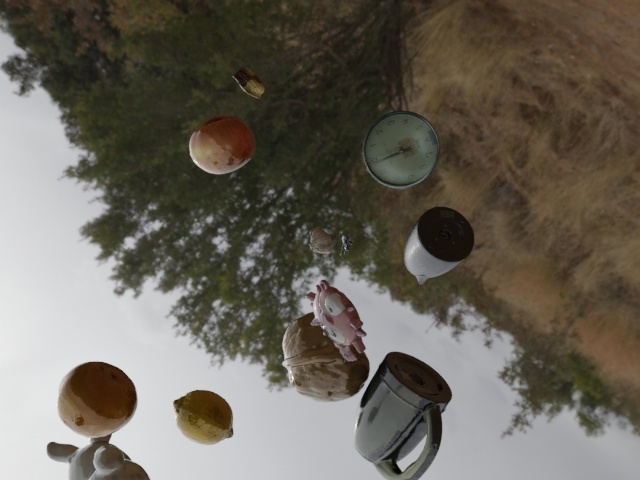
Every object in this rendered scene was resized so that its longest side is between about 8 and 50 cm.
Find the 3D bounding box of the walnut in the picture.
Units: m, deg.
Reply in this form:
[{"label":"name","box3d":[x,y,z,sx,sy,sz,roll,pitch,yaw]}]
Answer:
[{"label":"walnut","box3d":[0.012,0.372,1.873,0.285,0.285,0.296,23,-128,-63]}]

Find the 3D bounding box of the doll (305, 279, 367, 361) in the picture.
[{"label":"doll","box3d":[0.048,0.223,1.614,0.211,0.093,0.262,16,128,46]}]

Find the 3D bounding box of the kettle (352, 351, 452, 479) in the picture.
[{"label":"kettle","box3d":[0.234,0.553,1.723,0.228,0.324,0.321,16,-158,-34]}]

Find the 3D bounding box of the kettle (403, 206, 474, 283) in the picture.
[{"label":"kettle","box3d":[0.403,0.007,2.099,0.207,0.268,0.290,11,155,-7]}]

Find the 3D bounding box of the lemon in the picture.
[{"label":"lemon","box3d":[-0.424,0.643,2.119,0.257,0.188,0.188,37,-173,-13]}]

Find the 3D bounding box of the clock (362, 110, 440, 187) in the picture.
[{"label":"clock","box3d":[0.231,-0.262,1.668,0.226,0.226,0.049,38,-172,7]}]

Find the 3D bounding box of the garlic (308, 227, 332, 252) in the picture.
[{"label":"garlic","box3d":[-0.001,-0.002,2.117,0.113,0.074,0.094,46,-156,28]}]

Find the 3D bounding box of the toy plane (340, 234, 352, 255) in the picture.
[{"label":"toy plane","box3d":[0.082,0.008,1.817,0.031,0.078,0.083,23,152,16]}]

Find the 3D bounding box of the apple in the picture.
[{"label":"apple","box3d":[-0.308,-0.302,1.811,0.209,0.209,0.164,48,160,58]}]

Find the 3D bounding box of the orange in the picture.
[{"label":"orange","box3d":[-0.450,0.321,1.163,0.159,0.136,0.159,36,-176,-3]}]

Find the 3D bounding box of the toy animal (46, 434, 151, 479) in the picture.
[{"label":"toy animal","box3d":[-0.626,0.645,1.647,0.196,0.241,0.368,-17,-159,-38]}]

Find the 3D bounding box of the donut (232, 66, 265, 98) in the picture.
[{"label":"donut","box3d":[-0.274,-0.615,2.259,0.140,0.059,0.140,39,-161,-16]}]
